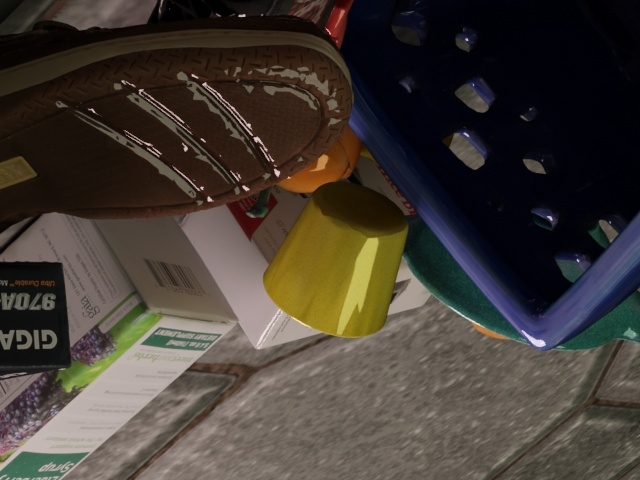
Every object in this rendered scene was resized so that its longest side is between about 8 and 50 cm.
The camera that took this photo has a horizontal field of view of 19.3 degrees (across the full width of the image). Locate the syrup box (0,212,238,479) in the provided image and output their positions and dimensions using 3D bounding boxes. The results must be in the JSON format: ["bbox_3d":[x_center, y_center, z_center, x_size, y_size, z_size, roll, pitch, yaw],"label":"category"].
[{"bbox_3d":[-0.173,0.081,1.090,0.237,0.096,0.093,-42,155,18],"label":"syrup box"}]

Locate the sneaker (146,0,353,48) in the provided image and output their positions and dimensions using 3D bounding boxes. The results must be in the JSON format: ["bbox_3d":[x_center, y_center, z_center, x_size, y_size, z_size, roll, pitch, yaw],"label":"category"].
[{"bbox_3d":[-0.032,-0.128,0.864,0.135,0.097,0.276,-2,140,-49],"label":"sneaker"}]

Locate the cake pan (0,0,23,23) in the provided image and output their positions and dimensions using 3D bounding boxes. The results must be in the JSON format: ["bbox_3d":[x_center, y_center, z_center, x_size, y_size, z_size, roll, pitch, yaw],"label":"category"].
[{"bbox_3d":[-0.207,-0.131,0.699,0.293,0.054,0.293,-26,155,-13],"label":"cake pan"}]

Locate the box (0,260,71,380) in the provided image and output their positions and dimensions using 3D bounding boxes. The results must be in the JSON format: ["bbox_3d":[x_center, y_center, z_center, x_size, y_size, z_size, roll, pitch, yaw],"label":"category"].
[{"bbox_3d":[-0.245,0.046,0.843,0.175,0.051,0.220,2,170,-41],"label":"box"}]

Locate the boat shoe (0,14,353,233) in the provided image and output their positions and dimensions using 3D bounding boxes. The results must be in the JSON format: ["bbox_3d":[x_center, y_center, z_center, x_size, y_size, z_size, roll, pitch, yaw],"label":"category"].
[{"bbox_3d":[-0.111,-0.064,0.824,0.258,0.095,0.095,-11,137,13],"label":"boat shoe"}]

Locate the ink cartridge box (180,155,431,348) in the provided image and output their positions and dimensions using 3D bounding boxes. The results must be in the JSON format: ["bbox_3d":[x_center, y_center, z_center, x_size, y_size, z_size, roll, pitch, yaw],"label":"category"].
[{"bbox_3d":[0.000,0.000,1.141,0.135,0.099,0.056,-14,149,-38],"label":"ink cartridge box"}]

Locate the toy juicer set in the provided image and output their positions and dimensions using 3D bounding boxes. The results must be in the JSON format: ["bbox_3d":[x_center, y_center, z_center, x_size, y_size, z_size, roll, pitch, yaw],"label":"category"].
[{"bbox_3d":[0.101,-0.006,1.095,0.329,0.209,0.089,7,121,-26],"label":"toy juicer set"}]

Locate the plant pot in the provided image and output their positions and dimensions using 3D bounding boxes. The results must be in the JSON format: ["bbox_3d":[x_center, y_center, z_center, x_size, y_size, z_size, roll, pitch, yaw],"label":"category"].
[{"bbox_3d":[0.162,-0.117,0.968,0.212,0.236,0.236,-16,152,-48],"label":"plant pot"}]
